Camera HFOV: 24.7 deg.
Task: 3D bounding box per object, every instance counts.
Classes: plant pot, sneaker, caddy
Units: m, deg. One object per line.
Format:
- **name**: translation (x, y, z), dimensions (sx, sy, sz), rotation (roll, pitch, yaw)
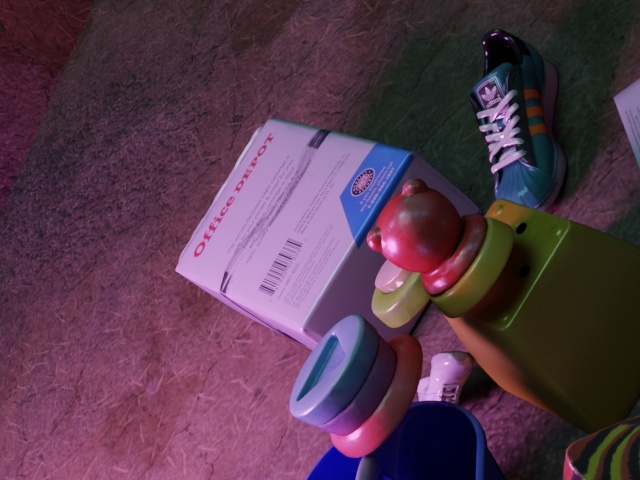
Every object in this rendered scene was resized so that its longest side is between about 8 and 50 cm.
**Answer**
- **plant pot**: translation (0.264, 0.069, 1.675), dimensions (0.212, 0.187, 0.212), rotation (-58, 32, -5)
- **sneaker**: translation (0.157, 0.182, 1.803), dimensions (0.152, 0.053, 0.061), rotation (107, 163, -59)
- **sneaker**: translation (0.252, -0.159, 1.971), dimensions (0.108, 0.121, 0.302), rotation (-31, 39, 34)
- **caddy**: translation (0.087, 0.320, 1.585), dimensions (0.241, 0.179, 0.341), rotation (-24, 29, 22)

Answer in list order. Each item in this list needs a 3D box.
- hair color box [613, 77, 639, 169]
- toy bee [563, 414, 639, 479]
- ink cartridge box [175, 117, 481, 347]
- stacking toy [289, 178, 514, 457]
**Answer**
- **hair color box**: translation (0.527, -0.188, 1.642), dimensions (0.374, 0.113, 0.185), rotation (-38, 35, 26)
- **toy bee**: translation (0.393, 0.190, 1.420), dimensions (0.298, 0.195, 0.162), rotation (-42, 57, 0)
- **ink cartridge box**: translation (0.000, 0.000, 2.110), dimensions (0.285, 0.166, 0.395), rotation (-58, 33, -7)
- **stacking toy**: translation (0.053, 0.072, 1.653), dimensions (0.309, 0.130, 0.279), rotation (-57, 14, -3)
